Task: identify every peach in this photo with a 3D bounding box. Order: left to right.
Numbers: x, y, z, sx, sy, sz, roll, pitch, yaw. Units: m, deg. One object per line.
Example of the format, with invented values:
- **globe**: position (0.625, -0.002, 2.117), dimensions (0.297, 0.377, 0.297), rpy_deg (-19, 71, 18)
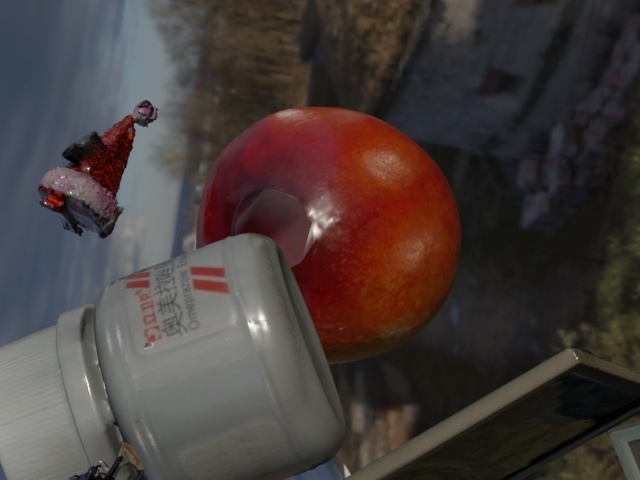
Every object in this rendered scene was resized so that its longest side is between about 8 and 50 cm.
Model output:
- **peach**: position (0.000, 0.000, 1.667), dimensions (0.388, 0.388, 0.388), rpy_deg (-171, 90, -83)

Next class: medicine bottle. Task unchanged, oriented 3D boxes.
- **medicine bottle**: position (-0.151, 0.149, 1.200), dimensions (0.245, 0.306, 0.245), rpy_deg (-21, -90, -88)

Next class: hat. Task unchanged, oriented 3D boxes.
- **hat**: position (-0.312, -0.115, 1.726), dimensions (0.227, 0.129, 0.140), rpy_deg (-58, -31, -16)

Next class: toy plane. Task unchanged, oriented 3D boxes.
- **toy plane**: position (-0.175, 0.201, 0.969), dimensions (0.031, 0.049, 0.121), rpy_deg (-28, 18, 28)

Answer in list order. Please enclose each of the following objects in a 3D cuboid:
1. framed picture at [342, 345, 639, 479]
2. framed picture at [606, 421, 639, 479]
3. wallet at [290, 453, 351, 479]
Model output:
- **framed picture**: position (0.145, 0.140, 0.874), dimensions (0.250, 0.184, 0.016), rpy_deg (22, -142, -60)
- **framed picture**: position (0.431, 0.235, 1.120), dimensions (0.217, 0.274, 0.017), rpy_deg (68, -155, -8)
- **wallet**: position (0.001, 0.267, 1.364), dimensions (0.183, 0.032, 0.124), rpy_deg (59, 151, 13)
